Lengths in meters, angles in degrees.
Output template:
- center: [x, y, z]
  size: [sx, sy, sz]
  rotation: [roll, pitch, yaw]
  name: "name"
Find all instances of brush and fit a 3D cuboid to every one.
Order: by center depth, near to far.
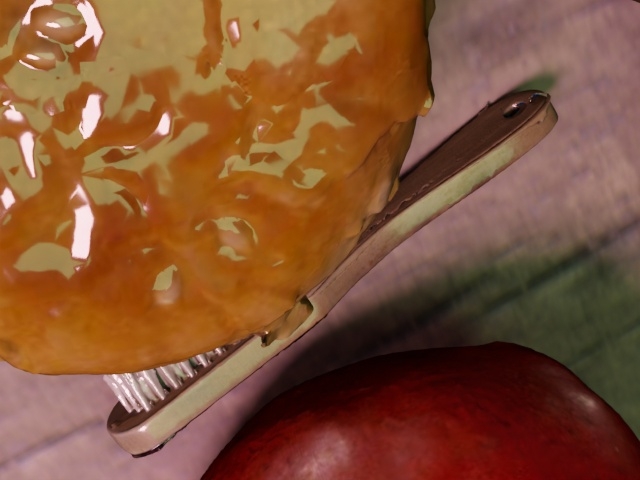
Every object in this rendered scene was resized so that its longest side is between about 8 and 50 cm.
- center: [0.000, 0.000, 0.586]
  size: [0.327, 0.070, 0.065]
  rotation: [-36, 109, -7]
  name: "brush"

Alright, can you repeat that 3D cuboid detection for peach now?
- center: [0.036, 0.189, 0.601]
  size: [0.362, 0.201, 0.257]
  rotation: [-28, 150, 5]
  name: "peach"

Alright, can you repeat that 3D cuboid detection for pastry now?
- center: [-0.100, -0.098, 0.434]
  size: [0.285, 0.184, 0.315]
  rotation: [-18, 117, -7]
  name: "pastry"

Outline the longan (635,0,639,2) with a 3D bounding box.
- center: [0.211, -0.186, 0.573]
  size: [0.119, 0.106, 0.106]
  rotation: [10, 106, -20]
  name: "longan"
